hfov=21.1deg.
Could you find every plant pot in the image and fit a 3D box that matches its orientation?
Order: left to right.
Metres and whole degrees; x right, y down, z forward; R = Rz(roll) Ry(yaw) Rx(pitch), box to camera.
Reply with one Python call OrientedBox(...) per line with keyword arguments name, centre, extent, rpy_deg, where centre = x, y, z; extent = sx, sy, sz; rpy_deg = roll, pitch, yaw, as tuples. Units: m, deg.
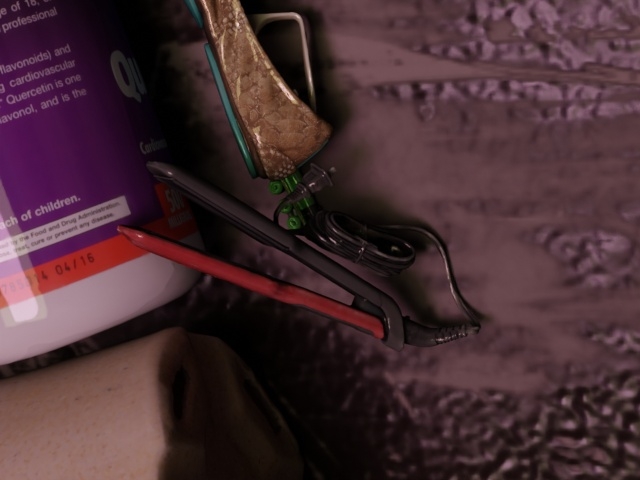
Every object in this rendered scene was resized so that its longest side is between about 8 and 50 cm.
OrientedBox(name="plant pot", centre=(-0.169, 0.211, 1.071), extent=(0.305, 0.334, 0.334), rpy_deg=(-24, 93, 16))

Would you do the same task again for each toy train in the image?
OrientedBox(name="toy train", centre=(-0.025, -0.044, 1.086), extent=(0.023, 0.017, 0.083), rpy_deg=(-27, 91, 17))

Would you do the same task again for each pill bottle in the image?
OrientedBox(name="pill bottle", centre=(-0.203, -0.095, 1.060), extent=(0.181, 0.181, 0.323), rpy_deg=(-17, 96, 27))

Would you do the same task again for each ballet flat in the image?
OrientedBox(name="ballet flat", centre=(-0.049, -0.138, 1.053), extent=(0.067, 0.073, 0.206), rpy_deg=(-23, 91, -3))

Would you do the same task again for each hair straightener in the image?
OrientedBox(name="hair straightener", centre=(0.000, 0.000, 1.016), extent=(0.230, 0.047, 0.089), rpy_deg=(23, 86, -17))
